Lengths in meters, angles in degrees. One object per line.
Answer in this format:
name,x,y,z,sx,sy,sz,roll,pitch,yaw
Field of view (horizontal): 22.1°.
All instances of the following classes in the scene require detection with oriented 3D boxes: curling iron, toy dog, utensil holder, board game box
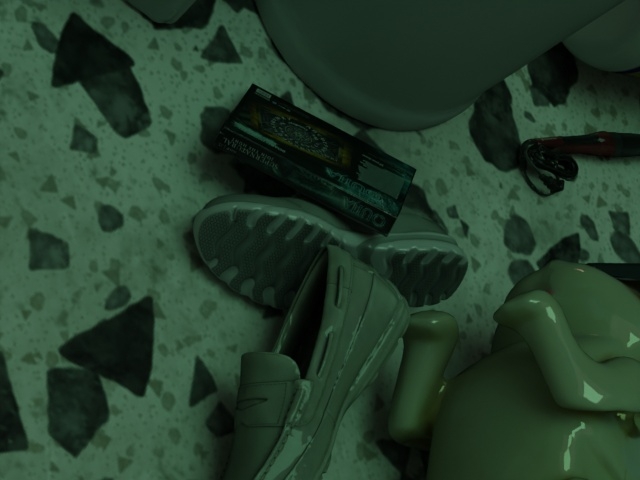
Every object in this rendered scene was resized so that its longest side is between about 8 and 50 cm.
curling iron,0.331,-0.098,1.895,0.274,0.035,0.068,-10,81,-38
toy dog,0.239,0.197,1.540,0.395,0.284,0.408,38,50,-18
utensil holder,0.160,-0.333,1.642,0.327,0.385,0.327,15,62,-30
board game box,-0.003,-0.079,1.575,0.186,0.026,0.126,28,27,-1

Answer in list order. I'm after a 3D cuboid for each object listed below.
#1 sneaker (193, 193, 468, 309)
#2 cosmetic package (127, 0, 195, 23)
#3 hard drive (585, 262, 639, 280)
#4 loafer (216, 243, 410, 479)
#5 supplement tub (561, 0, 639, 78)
sneaker,0.000,0.000,1.588,0.281,0.105,0.115,11,31,-29
cosmetic package,-0.122,-0.494,1.540,0.327,0.329,0.394,36,54,-18
hard drive,0.355,0.072,1.846,0.135,0.022,0.094,1,70,-37
loafer,-0.034,0.144,1.455,0.111,0.112,0.319,43,56,-19
supplement tub,0.462,-0.294,1.943,0.331,0.241,0.241,8,66,-33
